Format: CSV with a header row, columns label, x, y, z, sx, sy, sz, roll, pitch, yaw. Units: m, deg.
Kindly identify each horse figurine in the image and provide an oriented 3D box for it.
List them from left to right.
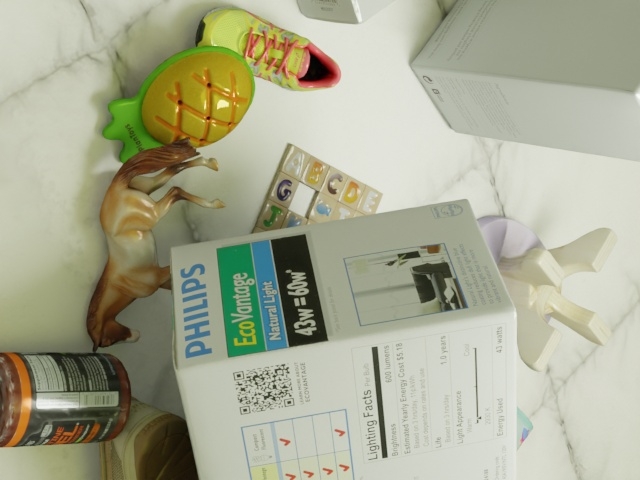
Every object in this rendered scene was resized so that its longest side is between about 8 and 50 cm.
label,x,y,z,sx,sy,sz,roll,pitch,yaw
horse figurine,-0.197,-0.004,1.365,0.175,0.066,0.263,-9,119,-19

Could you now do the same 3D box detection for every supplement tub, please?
label,x,y,z,sx,sy,sz,roll,pitch,yaw
supplement tub,-0.318,0.177,1.295,0.198,0.106,0.106,5,100,-41

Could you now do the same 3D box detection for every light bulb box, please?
label,x,y,z,sx,sy,sz,roll,pitch,yaw
light bulb box,0.029,0.178,1.362,0.361,0.225,0.357,-9,125,-3

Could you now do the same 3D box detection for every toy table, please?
label,x,y,z,sx,sy,sz,roll,pitch,yaw
toy table,0.346,0.077,1.840,0.274,0.161,0.252,30,82,-43

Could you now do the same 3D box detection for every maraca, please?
label,x,y,z,sx,sy,sz,roll,pitch,yaw
maraca,-0.161,-0.154,1.347,0.186,0.099,0.127,-31,130,-2

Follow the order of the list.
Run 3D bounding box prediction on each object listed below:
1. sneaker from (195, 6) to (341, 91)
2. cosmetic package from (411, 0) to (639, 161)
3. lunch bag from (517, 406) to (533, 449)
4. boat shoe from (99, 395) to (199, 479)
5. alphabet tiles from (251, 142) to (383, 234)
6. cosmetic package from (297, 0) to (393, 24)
label,x,y,z,sx,sy,sz,roll,pitch,yaw
sneaker,-0.057,-0.230,1.416,0.209,0.094,0.081,9,98,-42
cosmetic package,0.342,-0.246,1.575,0.217,0.385,0.156,-53,132,-16
lunch bag,0.157,0.270,1.731,0.223,0.160,0.262,-48,119,-16
boat shoe,-0.211,0.341,1.446,0.122,0.110,0.341,-24,126,-42
alphabet tiles,0.000,0.000,1.600,0.237,0.009,0.198,25,85,-44
cosmetic package,0.080,-0.368,1.485,0.231,0.117,0.085,-37,126,-27
